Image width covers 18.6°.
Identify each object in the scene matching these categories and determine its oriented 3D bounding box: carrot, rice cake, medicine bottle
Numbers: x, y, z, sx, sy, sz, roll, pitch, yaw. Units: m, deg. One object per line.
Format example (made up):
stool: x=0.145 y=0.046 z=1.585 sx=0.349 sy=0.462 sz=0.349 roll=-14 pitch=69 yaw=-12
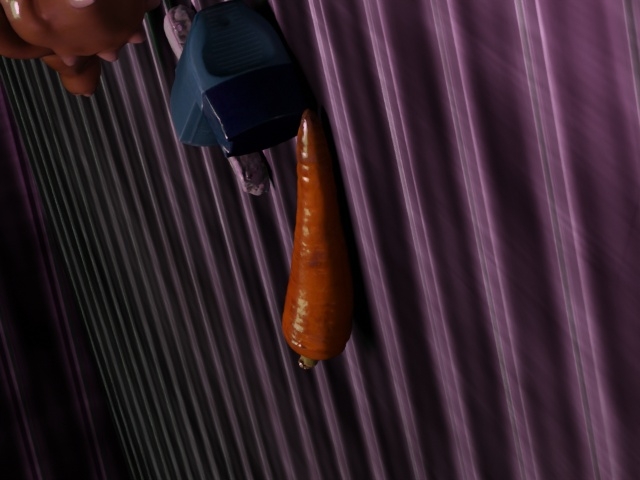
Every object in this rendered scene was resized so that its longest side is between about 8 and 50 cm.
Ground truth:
carrot: x=0.000 y=0.000 z=1.606 sx=0.061 sy=0.061 sz=0.256 roll=-126 pitch=31 yaw=-50
rice cake: x=-0.098 y=-0.132 z=1.831 sx=0.033 sy=0.033 sz=0.207 roll=100 pitch=147 yaw=-63
medicine bottle: x=-0.079 y=-0.122 z=1.662 sx=0.258 sy=0.079 sz=0.124 roll=144 pitch=105 yaw=-77

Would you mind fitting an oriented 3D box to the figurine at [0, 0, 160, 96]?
figurine: x=-0.239 y=-0.256 z=1.964 sx=0.247 sy=0.173 sz=0.177 roll=40 pitch=-139 yaw=-59
